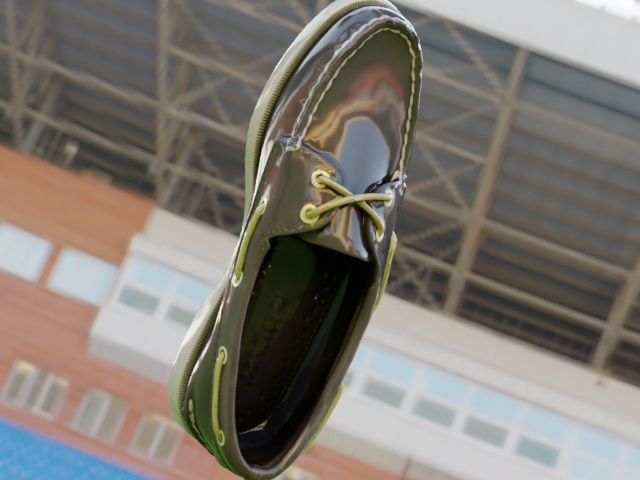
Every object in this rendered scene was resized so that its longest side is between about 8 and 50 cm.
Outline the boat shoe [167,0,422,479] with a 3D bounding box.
[{"bbox_3d":[0.000,0.000,0.757,0.081,0.228,0.068,15,9,-28],"label":"boat shoe"}]
